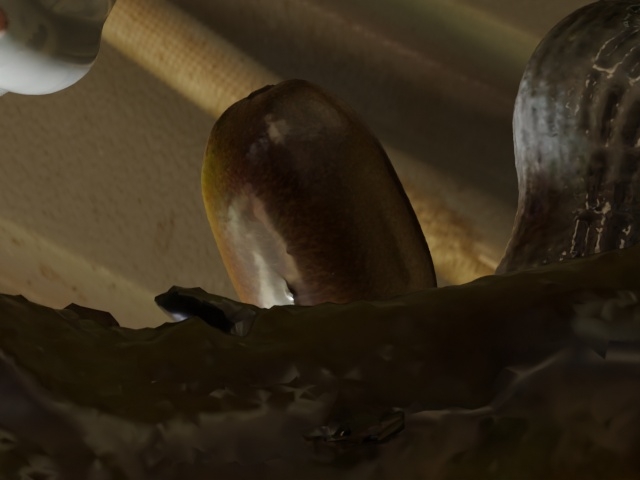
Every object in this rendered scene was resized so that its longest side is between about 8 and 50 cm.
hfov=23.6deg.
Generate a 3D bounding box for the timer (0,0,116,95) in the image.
[{"bbox_3d":[-0.249,-0.116,0.815,0.315,0.291,0.291,-21,-104,15],"label":"timer"}]

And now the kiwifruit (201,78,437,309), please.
[{"bbox_3d":[0.000,0.000,0.587,0.075,0.075,0.124,-25,-74,-8],"label":"kiwifruit"}]

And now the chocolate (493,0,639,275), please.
[{"bbox_3d":[0.140,-0.013,0.788,0.110,0.110,0.248,13,-106,1],"label":"chocolate"}]

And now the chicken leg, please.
[{"bbox_3d":[-0.054,0.076,0.351,0.429,0.153,0.201,-11,-96,-11],"label":"chicken leg"}]
